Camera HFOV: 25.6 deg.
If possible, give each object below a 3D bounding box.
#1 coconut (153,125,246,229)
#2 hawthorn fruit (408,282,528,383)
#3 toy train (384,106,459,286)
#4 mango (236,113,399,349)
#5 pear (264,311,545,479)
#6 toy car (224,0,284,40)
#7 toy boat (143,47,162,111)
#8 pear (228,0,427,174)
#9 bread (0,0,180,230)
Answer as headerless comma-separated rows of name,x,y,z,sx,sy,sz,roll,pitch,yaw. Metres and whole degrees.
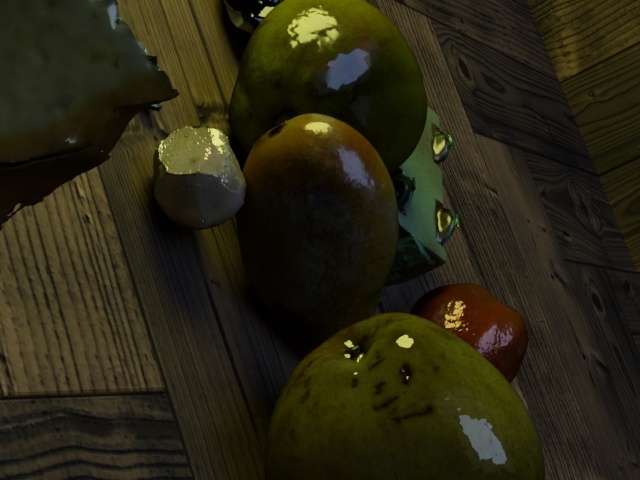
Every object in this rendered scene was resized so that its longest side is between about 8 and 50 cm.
coconut,-0.138,-0.065,1.594,0.110,0.110,0.124,37,30,-44
hawthorn fruit,0.199,0.150,1.962,0.189,0.189,0.189,44,32,-36
toy train,0.101,-0.086,2.020,0.129,0.159,0.326,39,38,-37
mango,0.000,0.000,1.674,0.146,0.192,0.316,-73,159,-58
pear,0.086,0.229,1.528,0.304,0.304,0.304,44,32,-36
toy car,-0.079,-0.388,2.003,0.193,0.118,0.301,16,53,-47
toy boat,-0.204,-0.192,1.671,0.038,0.038,0.083,19,51,-56
pear,0.009,-0.189,1.824,0.269,0.269,0.321,62,25,-3
bread,-0.332,-0.115,1.056,0.279,0.315,0.248,-10,74,-54
